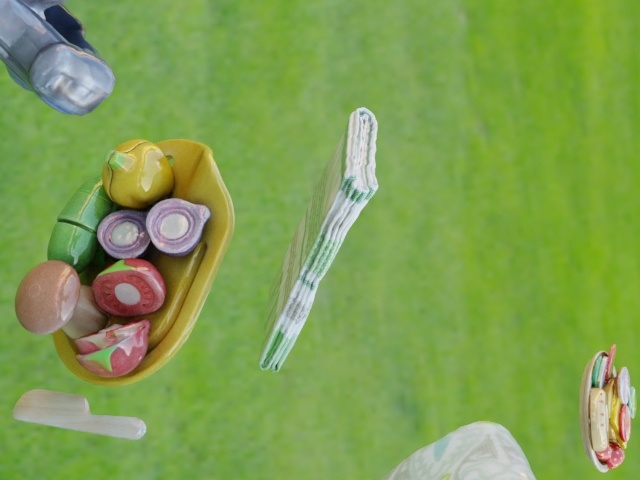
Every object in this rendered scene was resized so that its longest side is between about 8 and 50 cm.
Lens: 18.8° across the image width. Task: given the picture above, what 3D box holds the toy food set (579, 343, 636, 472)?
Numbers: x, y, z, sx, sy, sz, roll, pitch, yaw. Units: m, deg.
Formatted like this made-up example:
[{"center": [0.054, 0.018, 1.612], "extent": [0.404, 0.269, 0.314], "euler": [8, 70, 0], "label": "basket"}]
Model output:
[{"center": [0.190, 0.112, 1.278], "extent": [0.083, 0.020, 0.083], "euler": [60, 36, -47], "label": "toy food set"}]

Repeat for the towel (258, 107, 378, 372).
[{"center": [0.000, 0.000, 1.242], "extent": [0.113, 0.023, 0.152], "euler": [-81, -165, -62], "label": "towel"}]

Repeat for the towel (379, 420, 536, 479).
[{"center": [0.016, 0.307, 1.291], "extent": [0.090, 0.374, 0.320], "euler": [45, 8, -21], "label": "towel"}]

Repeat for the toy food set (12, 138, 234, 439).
[{"center": [-0.142, 0.022, 1.276], "extent": [0.071, 0.128, 0.218], "euler": [34, 74, -51], "label": "toy food set"}]

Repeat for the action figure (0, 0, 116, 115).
[{"center": [-0.132, -0.213, 0.761], "extent": [0.341, 0.178, 0.330], "euler": [42, 21, 16], "label": "action figure"}]
